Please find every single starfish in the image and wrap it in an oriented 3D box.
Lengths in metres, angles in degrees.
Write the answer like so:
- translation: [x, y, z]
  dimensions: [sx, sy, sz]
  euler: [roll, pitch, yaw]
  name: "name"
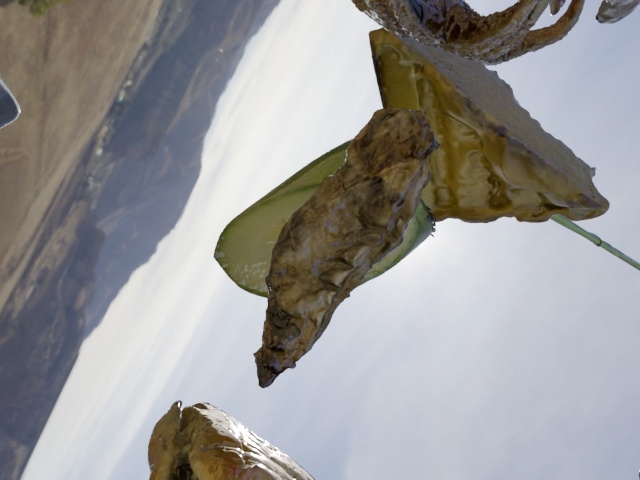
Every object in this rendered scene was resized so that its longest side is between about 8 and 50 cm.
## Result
- translation: [0.086, -0.161, 0.411]
  dimensions: [0.146, 0.190, 0.074]
  euler: [34, -65, 34]
  name: "starfish"

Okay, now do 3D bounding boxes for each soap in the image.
- translation: [0.252, -0.185, 0.905]
  dimensions: [0.338, 0.304, 0.169]
  euler: [70, 27, -42]
  name: "soap"

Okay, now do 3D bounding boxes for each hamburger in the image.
- translation: [-0.097, 0.331, 0.751]
  dimensions: [0.162, 0.330, 0.209]
  euler: [-50, 171, -4]
  name: "hamburger"

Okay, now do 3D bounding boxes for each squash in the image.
- translation: [0.000, 0.000, 0.850]
  dimensions: [0.260, 0.189, 0.189]
  euler: [-37, -165, -6]
  name: "squash"

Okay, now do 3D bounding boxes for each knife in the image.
- translation: [0.537, -0.008, 1.262]
  dimensions: [0.020, 0.293, 0.043]
  euler: [-60, 176, 20]
  name: "knife"

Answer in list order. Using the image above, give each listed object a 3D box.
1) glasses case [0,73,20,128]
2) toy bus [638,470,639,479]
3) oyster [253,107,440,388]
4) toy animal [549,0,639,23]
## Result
- translation: [-0.495, -0.262, 0.813]
  dimensions: [0.074, 0.131, 0.323]
  euler: [-37, 169, -13]
  name: "glasses case"
- translation: [0.438, 0.419, 0.741]
  dimensions: [0.128, 0.147, 0.256]
  euler: [-1, -141, 28]
  name: "toy bus"
- translation: [0.009, 0.013, 0.663]
  dimensions: [0.129, 0.079, 0.345]
  euler: [44, -72, 43]
  name: "oyster"
- translation: [0.342, -0.307, 0.597]
  dimensions: [0.302, 0.284, 0.225]
  euler: [-20, -113, 29]
  name: "toy animal"
